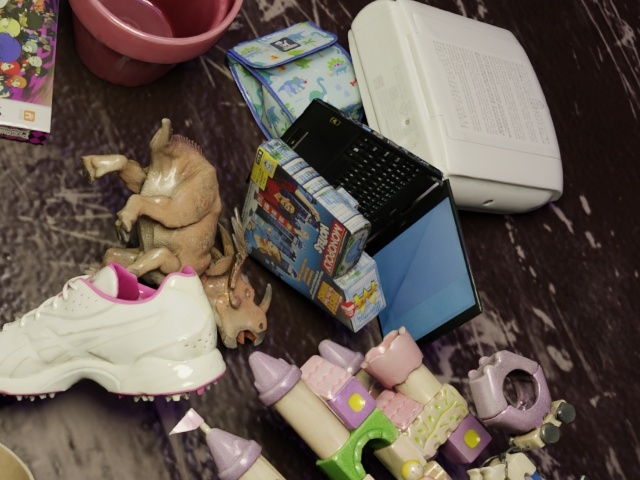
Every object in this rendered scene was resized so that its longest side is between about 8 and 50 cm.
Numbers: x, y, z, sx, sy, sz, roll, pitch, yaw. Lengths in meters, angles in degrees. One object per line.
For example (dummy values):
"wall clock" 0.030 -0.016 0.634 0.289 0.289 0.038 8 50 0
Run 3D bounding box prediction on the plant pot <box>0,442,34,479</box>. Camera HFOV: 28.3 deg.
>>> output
"plant pot" -0.425 0.277 1.151 0.284 0.284 0.191 18 98 -16

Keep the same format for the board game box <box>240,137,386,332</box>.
"board game box" 0.000 0.000 1.431 0.194 0.194 0.060 43 58 15

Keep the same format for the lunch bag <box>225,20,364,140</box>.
"lunch bag" -0.028 -0.201 1.588 0.129 0.096 0.151 -25 69 -27

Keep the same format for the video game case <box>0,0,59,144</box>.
"video game case" -0.411 -0.236 1.462 0.210 0.042 0.232 9 67 -21

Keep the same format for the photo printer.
"photo printer" 0.185 -0.160 1.604 0.307 0.107 0.256 3 67 -49

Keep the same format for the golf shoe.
"golf shoe" -0.247 0.089 1.299 0.306 0.115 0.140 -2 101 10

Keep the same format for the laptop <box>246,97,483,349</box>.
"laptop" 0.041 -0.002 1.452 0.264 0.234 0.136 30 61 -11

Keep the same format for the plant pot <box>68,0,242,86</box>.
"plant pot" -0.209 -0.276 1.485 0.201 0.180 0.201 8 67 -20

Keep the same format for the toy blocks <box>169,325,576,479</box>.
"toy blocks" 0.030 0.195 1.325 0.260 0.309 0.288 49 59 -6

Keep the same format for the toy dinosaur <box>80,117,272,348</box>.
"toy dinosaur" -0.149 -0.022 1.397 0.200 0.295 0.127 -15 33 -30

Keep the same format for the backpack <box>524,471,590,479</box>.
"backpack" 0.229 0.390 1.389 0.191 0.225 0.253 30 64 16
